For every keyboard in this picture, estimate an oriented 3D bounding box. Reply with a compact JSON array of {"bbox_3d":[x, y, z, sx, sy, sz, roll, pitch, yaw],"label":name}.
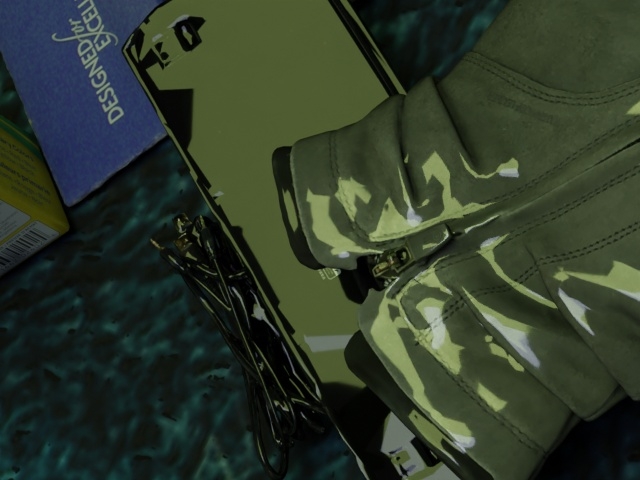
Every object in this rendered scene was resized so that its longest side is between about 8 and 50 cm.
[{"bbox_3d":[0.000,0.000,0.608,0.100,0.038,0.192,-31,76,5],"label":"keyboard"}]

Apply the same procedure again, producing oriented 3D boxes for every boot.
[{"bbox_3d":[0.103,0.025,0.523,0.161,0.083,0.246,-41,61,6],"label":"boot"}]

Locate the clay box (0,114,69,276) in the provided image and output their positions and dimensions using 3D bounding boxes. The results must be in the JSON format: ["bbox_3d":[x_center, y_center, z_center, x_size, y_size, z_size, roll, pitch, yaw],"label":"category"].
[{"bbox_3d":[-0.199,-0.024,0.617,0.127,0.222,0.053,-33,58,13],"label":"clay box"}]

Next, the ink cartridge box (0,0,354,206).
[{"bbox_3d":[-0.038,-0.218,0.715,0.307,0.072,0.304,-33,58,9],"label":"ink cartridge box"}]
